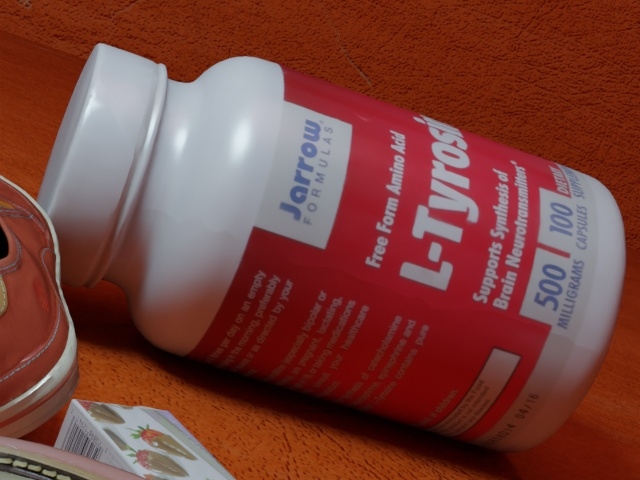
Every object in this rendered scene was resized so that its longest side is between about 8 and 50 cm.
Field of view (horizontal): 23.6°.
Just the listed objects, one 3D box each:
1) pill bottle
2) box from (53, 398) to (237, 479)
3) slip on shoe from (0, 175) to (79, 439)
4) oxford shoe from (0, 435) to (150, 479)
[{"bbox_3d":[0.000,0.000,1.145,0.408,0.229,0.229,18,12,-15],"label":"pill bottle"},{"bbox_3d":[-0.034,0.172,0.695,0.063,0.067,0.324,12,13,-37],"label":"box"},{"bbox_3d":[-0.225,0.008,0.936,0.101,0.123,0.331,65,-8,-28],"label":"slip on shoe"},{"bbox_3d":[-0.065,0.175,0.451,0.397,0.140,0.146,27,19,36],"label":"oxford shoe"}]
